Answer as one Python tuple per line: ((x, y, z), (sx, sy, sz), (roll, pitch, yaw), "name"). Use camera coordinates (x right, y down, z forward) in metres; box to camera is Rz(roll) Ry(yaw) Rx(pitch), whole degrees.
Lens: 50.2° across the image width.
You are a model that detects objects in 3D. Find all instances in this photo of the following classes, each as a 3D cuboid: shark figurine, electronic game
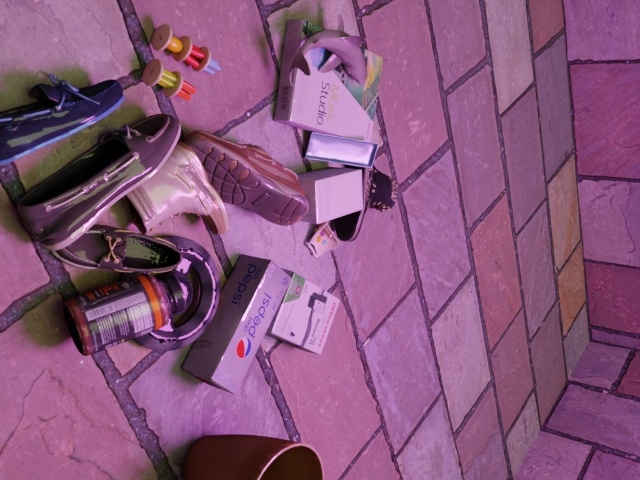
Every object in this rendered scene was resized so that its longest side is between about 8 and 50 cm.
((0.038, -0.431, 1.523), (0.278, 0.116, 0.166), (-15, 107, -50), "shark figurine")
((-0.296, 0.105, 1.353), (0.229, 0.048, 0.229), (-6, 98, -42), "electronic game")

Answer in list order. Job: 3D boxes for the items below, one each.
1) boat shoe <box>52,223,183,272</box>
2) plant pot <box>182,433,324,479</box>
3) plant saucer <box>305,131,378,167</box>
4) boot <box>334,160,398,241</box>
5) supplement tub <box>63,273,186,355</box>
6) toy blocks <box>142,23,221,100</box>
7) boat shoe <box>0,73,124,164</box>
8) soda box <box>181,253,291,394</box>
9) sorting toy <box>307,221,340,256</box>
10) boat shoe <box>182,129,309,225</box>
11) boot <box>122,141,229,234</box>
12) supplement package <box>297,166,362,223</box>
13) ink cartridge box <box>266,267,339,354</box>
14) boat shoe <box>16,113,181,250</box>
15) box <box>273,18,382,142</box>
((-0.356, 0.015, 1.216), (0.228, 0.069, 0.081), (9, 83, -39), "boat shoe")
((-0.162, 0.505, 1.437), (0.237, 0.254, 0.237), (-13, 107, -48), "plant pot")
((0.052, -0.222, 1.679), (0.192, 0.018, 0.067), (4, 112, -30), "plant saucer")
((0.128, -0.093, 1.801), (0.179, 0.085, 0.236), (25, 71, -49), "boot")
((-0.344, 0.123, 1.216), (0.198, 0.106, 0.106), (-20, 114, -29), "supplement tub")
((-0.258, -0.325, 1.309), (0.148, 0.054, 0.123), (19, 82, -51), "toy blocks")
((-0.425, -0.210, 1.087), (0.258, 0.109, 0.089), (-43, 125, -40), "boat shoe")
((-0.178, 0.176, 1.475), (0.091, 0.098, 0.286), (47, 62, -46), "soda box")
((0.000, 0.000, 1.708), (0.075, 0.045, 0.083), (-51, 134, -22), "sorting toy")
((-0.158, -0.143, 1.441), (0.324, 0.123, 0.116), (32, 39, -40), "boat shoe")
((-0.277, -0.060, 1.313), (0.165, 0.077, 0.213), (-44, 132, -25), "boot")
((0.008, -0.112, 1.642), (0.179, 0.105, 0.105), (-20, 112, -47), "supplement package")
((-0.060, 0.170, 1.628), (0.208, 0.087, 0.153), (34, 72, -50), "ink cartridge box")
((-0.369, -0.126, 1.168), (0.335, 0.112, 0.095), (-51, 138, -27), "boat shoe")
((0.028, -0.370, 1.650), (0.322, 0.059, 0.232), (5, 94, -52), "box")
